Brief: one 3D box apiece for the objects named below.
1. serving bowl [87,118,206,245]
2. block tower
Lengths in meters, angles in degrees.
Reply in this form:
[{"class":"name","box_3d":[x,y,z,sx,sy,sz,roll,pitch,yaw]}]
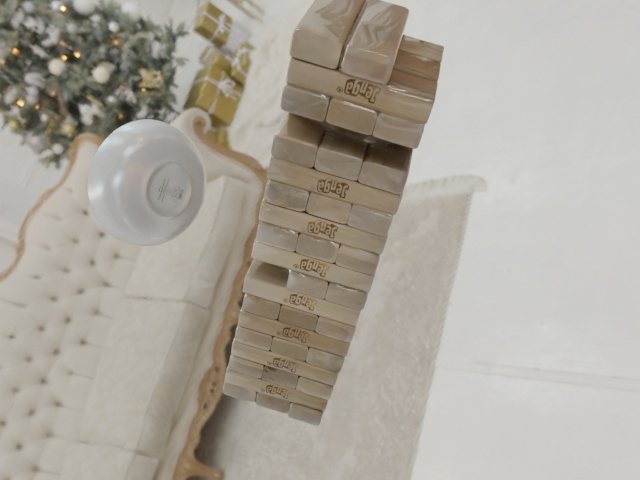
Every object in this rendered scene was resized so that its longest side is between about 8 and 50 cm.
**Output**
[{"class":"serving bowl","box_3d":[-0.104,-0.035,0.436,0.027,0.083,0.083,16,79,40]},{"class":"block tower","box_3d":[0.000,0.000,0.506,0.097,0.090,0.336,-69,-5,-52]}]
